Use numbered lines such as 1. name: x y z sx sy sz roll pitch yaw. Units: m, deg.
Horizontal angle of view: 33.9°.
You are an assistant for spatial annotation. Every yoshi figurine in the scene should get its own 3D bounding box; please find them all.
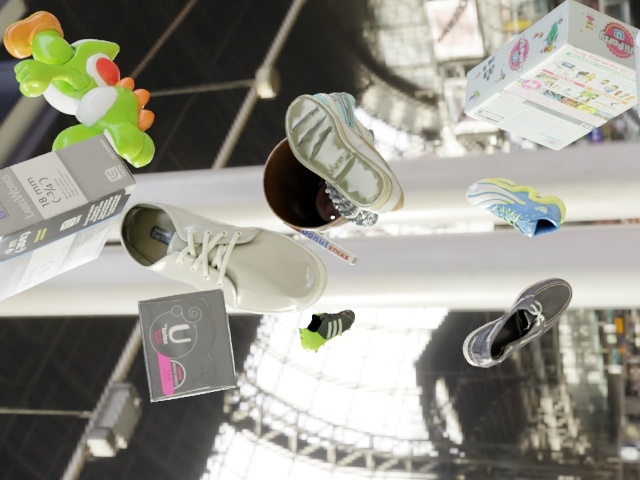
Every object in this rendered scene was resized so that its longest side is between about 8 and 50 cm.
1. yoshi figurine: -0.432 -0.222 1.809 0.203 0.362 0.203 -9 -46 -42

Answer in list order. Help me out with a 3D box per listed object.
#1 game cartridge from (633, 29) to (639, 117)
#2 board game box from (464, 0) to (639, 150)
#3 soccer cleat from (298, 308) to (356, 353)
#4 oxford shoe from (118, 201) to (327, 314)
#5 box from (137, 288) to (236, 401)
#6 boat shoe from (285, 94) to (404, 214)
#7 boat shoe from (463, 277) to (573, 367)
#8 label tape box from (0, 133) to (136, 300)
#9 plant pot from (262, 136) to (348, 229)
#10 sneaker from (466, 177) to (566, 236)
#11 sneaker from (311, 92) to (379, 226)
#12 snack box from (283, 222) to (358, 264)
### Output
1. game cartridge: 0.619 -0.321 1.634 0.060 0.294 0.196 58 175 36
2. board game box: 0.439 -0.292 1.910 0.224 0.303 0.097 17 -114 -23
3. soccer cleat: 0.018 0.184 2.337 0.179 0.060 0.072 -33 -66 -45
4. oxford shoe: -0.203 0.031 2.016 0.169 0.449 0.130 -71 -19 -1
5. box: -0.226 0.176 1.783 0.270 0.143 0.165 140 122 -81
6. boat shoe: 0.043 -0.153 1.964 0.103 0.113 0.302 21 -153 -55
7. boat shoe: 0.309 0.124 1.571 0.206 0.065 0.075 -32 -81 -19
8. label tape box: -0.459 -0.006 1.526 0.333 0.240 0.106 -27 -104 -37
9. plant pot: 0.012 -0.107 2.274 0.230 0.215 0.215 35 -124 -71
10. sneaker: 0.461 -0.075 2.469 0.126 0.240 0.091 -74 -7 -58
11. sneaker: 0.070 -0.168 2.091 0.122 0.110 0.283 -23 -87 -35
12. snack box: 0.000 0.000 2.332 0.022 0.178 0.064 -59 -10 3
